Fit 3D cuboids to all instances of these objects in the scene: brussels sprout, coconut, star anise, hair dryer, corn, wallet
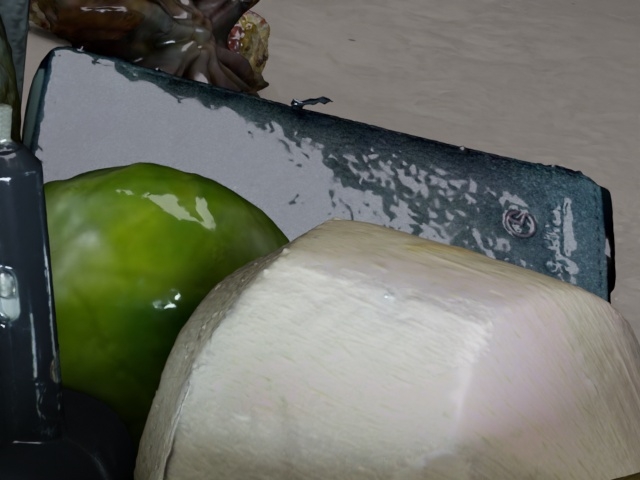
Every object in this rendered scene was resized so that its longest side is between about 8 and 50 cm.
[{"bbox_3d":[-0.094,0.044,0.922,0.181,0.143,0.161,-17,-33,33],"label":"brussels sprout"},{"bbox_3d":[0.047,0.108,0.772,0.234,0.224,0.224,20,20,21],"label":"coconut"},{"bbox_3d":[-0.106,-0.129,1.285,0.088,0.288,0.288,-18,1,32],"label":"star anise"},{"bbox_3d":[-0.128,0.050,0.785,0.072,0.219,0.124,1,17,7],"label":"hair dryer"},{"bbox_3d":[-0.159,-0.196,1.671,0.237,0.079,0.079,17,19,15],"label":"corn"},{"bbox_3d":[0.000,0.000,1.135,0.379,0.046,0.190,11,58,-10],"label":"wallet"}]

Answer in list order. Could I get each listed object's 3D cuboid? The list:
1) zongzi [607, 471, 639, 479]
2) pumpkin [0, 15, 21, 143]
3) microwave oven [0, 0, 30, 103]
[{"bbox_3d":[0.047,0.107,0.582,0.286,0.288,0.134,27,20,3],"label":"zongzi"},{"bbox_3d":[-0.289,-0.042,0.833,0.320,0.320,0.192,16,-15,5],"label":"pumpkin"},{"bbox_3d":[-0.375,-0.235,1.053,0.432,0.374,0.236,4,64,-9],"label":"microwave oven"}]
